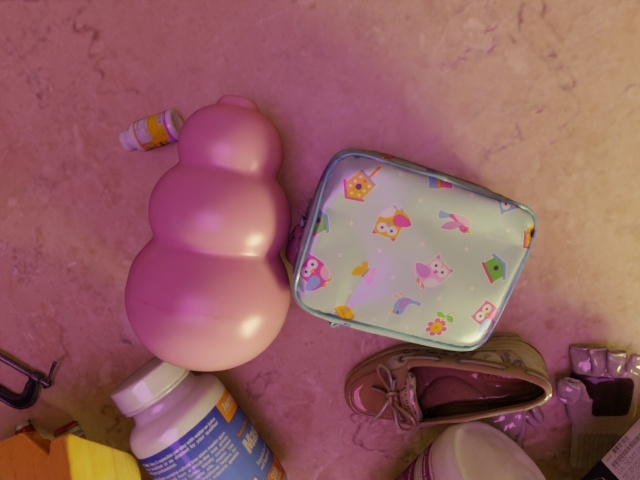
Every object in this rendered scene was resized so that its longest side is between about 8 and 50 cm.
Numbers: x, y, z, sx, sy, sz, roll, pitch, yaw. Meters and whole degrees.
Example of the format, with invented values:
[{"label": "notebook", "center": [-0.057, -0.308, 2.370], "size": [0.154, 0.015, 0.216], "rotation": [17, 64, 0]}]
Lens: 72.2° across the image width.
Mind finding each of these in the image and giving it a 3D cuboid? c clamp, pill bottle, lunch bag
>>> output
[{"label": "c clamp", "center": [-0.537, 0.224, 0.757], "size": [0.160, 0.022, 0.137], "rotation": [26, 110, 0]}, {"label": "pill bottle", "center": [-0.182, 0.300, 0.656], "size": [0.152, 0.152, 0.272], "rotation": [-31, 97, 13]}, {"label": "lunch bag", "center": [0.102, 0.016, 0.558], "size": [0.279, 0.108, 0.224], "rotation": [16, 104, -7]}, {"label": "pill bottle", "center": [-0.236, -0.151, 0.616], "size": [0.083, 0.043, 0.043], "rotation": [-15, 100, 11]}, {"label": "pill bottle", "center": [0.164, 0.407, 0.613], "size": [0.169, 0.169, 0.302], "rotation": [30, 118, 0]}]

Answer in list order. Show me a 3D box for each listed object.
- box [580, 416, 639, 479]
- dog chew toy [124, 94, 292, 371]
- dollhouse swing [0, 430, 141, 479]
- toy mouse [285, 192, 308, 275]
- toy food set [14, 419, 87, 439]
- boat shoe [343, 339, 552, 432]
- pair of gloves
[{"label": "box", "center": [0.440, 0.397, 0.586], "size": [0.295, 0.073, 0.293], "rotation": [26, 107, -21]}, {"label": "dog chew toy", "center": [-0.128, -0.013, 0.559], "size": [0.206, 0.206, 0.332], "rotation": [10, 96, 5]}, {"label": "dollhouse swing", "center": [-0.370, 0.458, 0.647], "size": [0.346, 0.305, 0.315], "rotation": [-25, 69, 11]}, {"label": "toy mouse", "center": [0.000, 0.000, 0.624], "size": [0.161, 0.031, 0.143], "rotation": [-19, 99, 12]}, {"label": "toy food set", "center": [-0.495, 0.350, 0.726], "size": [0.232, 0.111, 0.105], "rotation": [-28, 85, 0]}, {"label": "boat shoe", "center": [0.158, 0.198, 0.601], "size": [0.285, 0.089, 0.105], "rotation": [-19, 90, 21]}, {"label": "pair of gloves", "center": [0.325, 0.238, 0.629], "size": [0.240, 0.042, 0.204], "rotation": [3, 103, 8]}]
